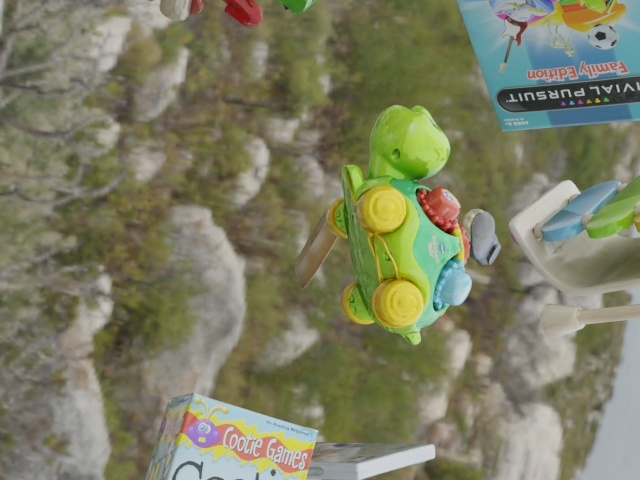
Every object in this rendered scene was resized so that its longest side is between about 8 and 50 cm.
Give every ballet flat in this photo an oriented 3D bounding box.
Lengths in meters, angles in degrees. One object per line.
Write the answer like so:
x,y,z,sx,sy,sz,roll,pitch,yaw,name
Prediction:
0.200,-0.004,1.504,0.057,0.049,0.173,-59,160,-6,ballet flat

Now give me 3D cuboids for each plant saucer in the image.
0.000,0.000,0.938,0.083,0.015,0.083,-59,-175,8,plant saucer

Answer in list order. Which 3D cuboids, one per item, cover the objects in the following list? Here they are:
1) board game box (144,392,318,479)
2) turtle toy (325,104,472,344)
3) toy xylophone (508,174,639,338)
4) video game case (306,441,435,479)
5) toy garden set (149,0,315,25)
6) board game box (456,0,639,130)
-0.120,0.312,1.199,0.142,0.144,0.275,149,-42,-70,board game box
0.045,-0.008,0.626,0.095,0.066,0.130,173,-92,-77,turtle toy
0.303,-0.015,0.940,0.236,0.323,0.081,-37,107,-52,toy xylophone
0.018,0.287,1.507,0.212,0.193,0.023,3,83,-59,video game case
-0.118,-0.247,0.989,0.204,0.244,0.049,-50,167,-45,toy garden set
0.307,-0.295,1.432,0.336,0.254,0.079,63,39,-36,board game box
